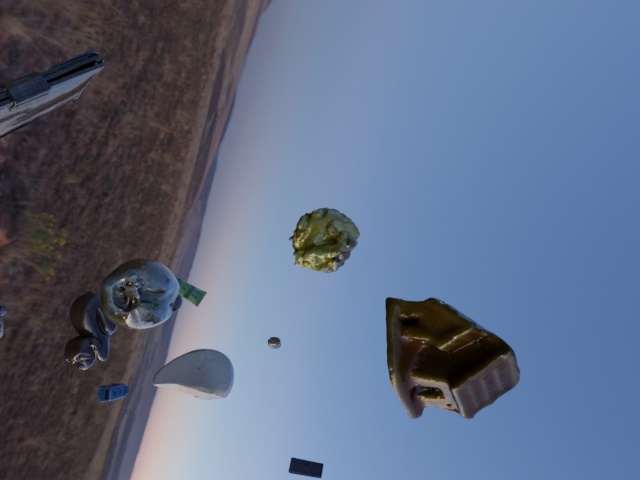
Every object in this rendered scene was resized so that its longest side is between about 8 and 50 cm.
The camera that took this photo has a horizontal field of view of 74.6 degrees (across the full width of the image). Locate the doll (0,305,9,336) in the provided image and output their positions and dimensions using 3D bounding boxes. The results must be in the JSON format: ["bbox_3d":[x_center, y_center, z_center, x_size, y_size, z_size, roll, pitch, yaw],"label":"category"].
[{"bbox_3d":[-0.894,0.230,1.053,0.149,0.192,0.095,22,-60,51],"label":"doll"}]

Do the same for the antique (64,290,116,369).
[{"bbox_3d":[-0.779,0.300,1.414,0.143,0.121,0.257,44,47,-59],"label":"antique"}]

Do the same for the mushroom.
[{"bbox_3d":[-0.320,0.363,1.136,0.397,0.177,0.126,119,-23,-68],"label":"mushroom"}]

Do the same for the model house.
[{"bbox_3d":[0.264,0.234,0.847,0.239,0.268,0.173,-4,-139,31],"label":"model house"}]

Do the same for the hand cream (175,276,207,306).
[{"bbox_3d":[-0.626,0.230,1.957,0.046,0.175,0.095,-54,-172,42],"label":"hand cream"}]

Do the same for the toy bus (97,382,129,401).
[{"bbox_3d":[-0.549,0.401,1.113,0.083,0.046,0.038,58,30,-76],"label":"toy bus"}]

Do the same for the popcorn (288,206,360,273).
[{"bbox_3d":[0.007,0.006,1.601,0.293,0.237,0.293,-41,173,-6],"label":"popcorn"}]

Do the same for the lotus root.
[{"bbox_3d":[-0.416,0.129,1.000,0.322,0.140,0.158,121,-17,-77],"label":"lotus root"}]

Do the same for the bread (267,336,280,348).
[{"bbox_3d":[-0.165,0.368,1.514,0.083,0.047,0.036,98,-15,-66],"label":"bread"}]

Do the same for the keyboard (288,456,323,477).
[{"bbox_3d":[-0.051,0.837,1.546,0.010,0.155,0.053,-21,-131,48],"label":"keyboard"}]

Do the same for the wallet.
[{"bbox_3d":[-0.534,-0.235,0.737,0.169,0.044,0.317,-18,-153,42],"label":"wallet"}]
